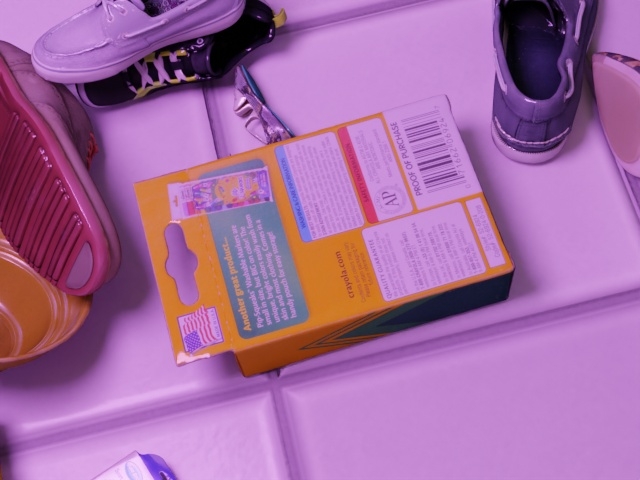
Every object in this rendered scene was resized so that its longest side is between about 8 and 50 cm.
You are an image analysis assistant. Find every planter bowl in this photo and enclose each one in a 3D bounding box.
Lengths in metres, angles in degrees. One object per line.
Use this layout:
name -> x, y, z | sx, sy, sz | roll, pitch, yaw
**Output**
planter bowl -> -0.333, 0.064, 1.046 | 0.217, 0.090, 0.217 | 16, 38, -12

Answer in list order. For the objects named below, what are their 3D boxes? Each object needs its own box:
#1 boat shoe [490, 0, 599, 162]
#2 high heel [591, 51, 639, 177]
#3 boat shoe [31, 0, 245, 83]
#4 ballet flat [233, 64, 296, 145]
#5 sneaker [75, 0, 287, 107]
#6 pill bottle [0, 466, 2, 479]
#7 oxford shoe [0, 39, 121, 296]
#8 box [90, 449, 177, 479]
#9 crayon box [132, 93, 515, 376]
boat shoe -> 0.235, -0.240, 1.154 | 0.116, 0.099, 0.320 | 6, 65, 9
high heel -> 0.397, -0.108, 1.110 | 0.186, 0.093, 0.261 | -8, 50, -24
boat shoe -> -0.186, -0.231, 1.101 | 0.227, 0.081, 0.079 | -22, 61, -10
ballet flat -> -0.070, -0.138, 1.167 | 0.041, 0.041, 0.114 | -31, 65, -9
sneaker -> -0.148, -0.204, 1.162 | 0.234, 0.084, 0.097 | -29, 41, -9
pill bottle -> -0.332, 0.241, 0.976 | 0.103, 0.103, 0.184 | -15, 64, -2
oxford shoe -> -0.264, -0.089, 1.099 | 0.130, 0.123, 0.348 | -1, 48, -45
box -> -0.190, 0.255, 1.001 | 0.136, 0.028, 0.081 | -32, 67, -13
crayon box -> 0.000, 0.000, 1.072 | 0.322, 0.083, 0.203 | -16, 65, -3
